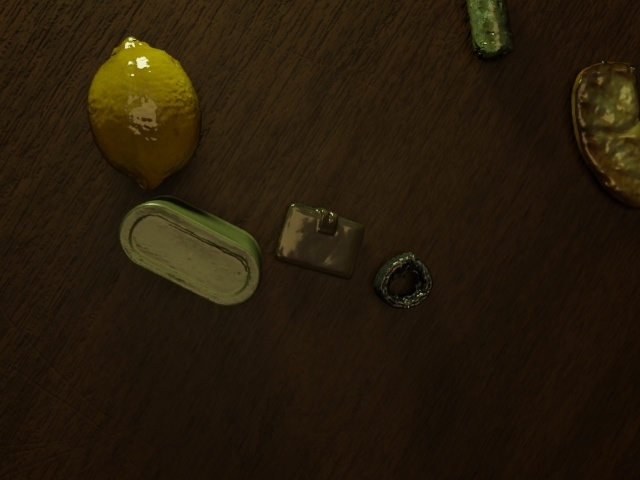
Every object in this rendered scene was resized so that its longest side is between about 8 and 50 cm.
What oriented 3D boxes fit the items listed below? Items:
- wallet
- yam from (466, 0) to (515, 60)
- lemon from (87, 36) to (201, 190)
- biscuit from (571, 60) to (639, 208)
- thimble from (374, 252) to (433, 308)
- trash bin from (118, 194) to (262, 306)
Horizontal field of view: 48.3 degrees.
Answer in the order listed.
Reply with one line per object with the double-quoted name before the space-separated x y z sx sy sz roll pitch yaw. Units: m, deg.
"wallet" 0.000 0.000 1.312 0.152 0.039 0.118 18 93 -11
"yam" 0.308 -0.422 1.311 0.078 0.078 0.179 -11 95 -7
"lemon" -0.291 -0.210 1.187 0.188 0.188 0.257 -6 92 -7
"biscuit" 0.569 -0.195 1.373 0.154 0.045 0.299 -20 96 -7
"thimble" 0.155 0.078 1.323 0.095 0.066 0.104 42 90 -6
"trash bin" -0.207 0.016 1.181 0.243 0.247 0.121 28 91 -9
